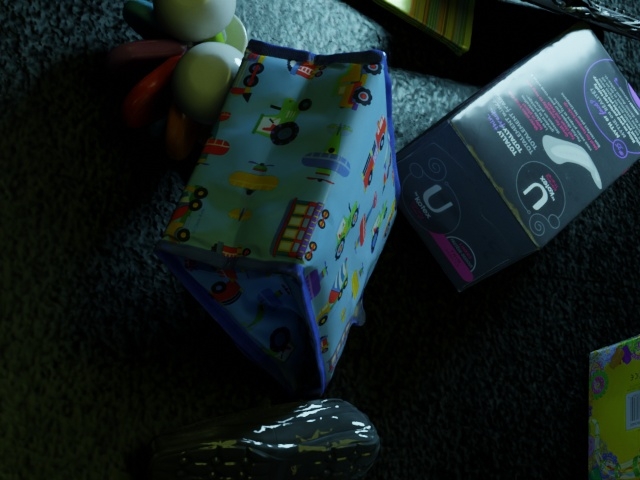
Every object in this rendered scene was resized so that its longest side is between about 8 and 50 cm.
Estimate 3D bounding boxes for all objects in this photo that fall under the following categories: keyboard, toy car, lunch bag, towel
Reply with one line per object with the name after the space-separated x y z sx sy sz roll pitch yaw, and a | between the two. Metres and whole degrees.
0.294 -0.274 1.510 0.317 0.201 0.033 10 105 -35 | keyboard
-0.132 -0.161 1.216 0.136 0.159 0.182 -14 78 0 | toy car
0.000 0.000 1.171 0.293 0.138 0.221 62 43 -54 | lunch bag
0.077 -0.303 1.480 0.237 0.021 0.102 27 53 -22 | towel

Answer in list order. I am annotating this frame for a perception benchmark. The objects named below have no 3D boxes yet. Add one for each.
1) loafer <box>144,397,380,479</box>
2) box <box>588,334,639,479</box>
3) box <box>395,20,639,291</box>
-0.055 0.181 1.166 0.223 0.076 0.078 -1 35 -27 | loafer
0.486 0.198 1.382 0.279 0.290 0.177 19 62 -26 | box
0.217 -0.094 1.409 0.270 0.143 0.165 -37 92 -39 | box
